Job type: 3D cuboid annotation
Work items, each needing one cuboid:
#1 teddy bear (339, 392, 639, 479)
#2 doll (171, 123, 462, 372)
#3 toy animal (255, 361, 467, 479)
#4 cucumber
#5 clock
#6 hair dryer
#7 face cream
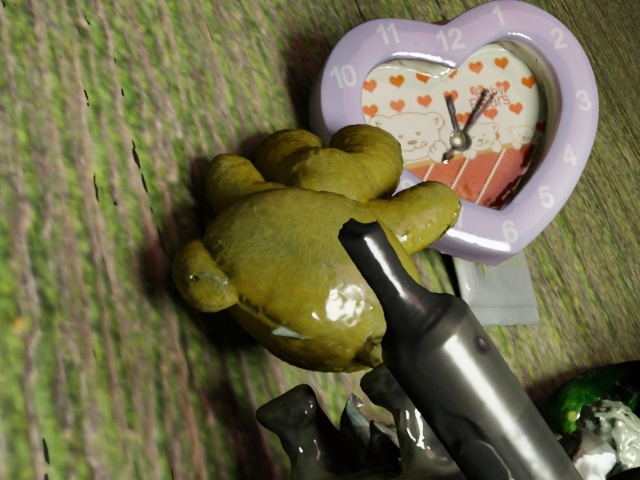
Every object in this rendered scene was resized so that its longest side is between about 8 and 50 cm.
[{"bbox_3d":[0.099,0.144,0.572,0.213,0.111,0.133,10,20,-23],"label":"teddy bear"},{"bbox_3d":[0.000,0.000,0.571,0.137,0.097,0.209,13,29,2],"label":"doll"},{"bbox_3d":[-0.024,0.177,0.351,0.168,0.106,0.343,56,36,-17],"label":"toy animal"},{"bbox_3d":[0.228,0.117,0.812,0.284,0.056,0.056,6,56,-58],"label":"cucumber"},{"bbox_3d":[0.092,-0.065,0.724,0.198,0.064,0.172,-14,82,-18],"label":"clock"},{"bbox_3d":[0.067,0.107,0.371,0.248,0.078,0.195,54,37,-13],"label":"hair dryer"},{"bbox_3d":[0.111,-0.046,0.801,0.114,0.070,0.224,4,67,-53],"label":"face cream"}]
